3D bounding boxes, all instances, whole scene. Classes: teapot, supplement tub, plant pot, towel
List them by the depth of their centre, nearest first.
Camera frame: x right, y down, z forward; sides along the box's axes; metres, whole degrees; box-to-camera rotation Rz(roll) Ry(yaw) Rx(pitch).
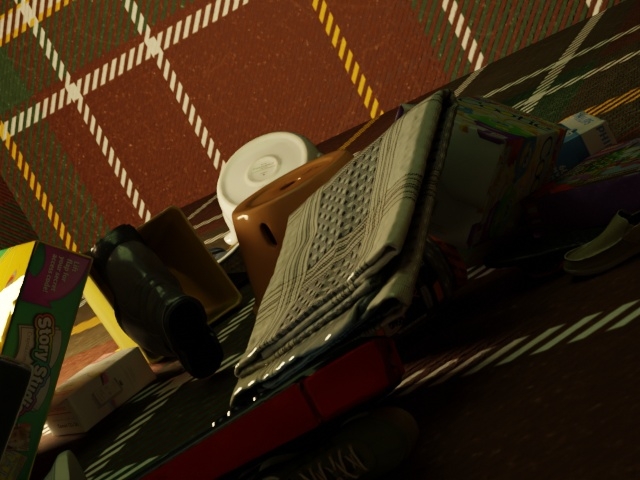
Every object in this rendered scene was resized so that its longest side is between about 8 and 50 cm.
[{"bbox_3d":[0.018,0.008,1.289,0.312,0.056,0.324,-37,26,42],"label":"towel"},{"bbox_3d":[0.081,0.066,1.434,0.190,0.117,0.117,-33,12,-17],"label":"supplement tub"},{"bbox_3d":[0.000,0.000,1.714,0.291,0.203,0.291,-29,11,6],"label":"plant pot"},{"bbox_3d":[-0.306,0.100,2.081,0.212,0.212,0.187,-35,-1,-30],"label":"plant pot"},{"bbox_3d":[-0.075,-0.092,2.417,0.256,0.187,0.252,22,67,43],"label":"teapot"}]

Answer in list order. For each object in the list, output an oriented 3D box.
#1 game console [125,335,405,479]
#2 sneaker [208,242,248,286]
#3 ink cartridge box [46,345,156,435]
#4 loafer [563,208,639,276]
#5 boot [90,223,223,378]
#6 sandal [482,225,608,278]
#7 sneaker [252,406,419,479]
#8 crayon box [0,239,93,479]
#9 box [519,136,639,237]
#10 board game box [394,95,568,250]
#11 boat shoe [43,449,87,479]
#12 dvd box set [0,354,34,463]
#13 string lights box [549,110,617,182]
[{"bbox_3d":[-0.080,0.193,1.128,0.342,0.060,0.386,-28,-8,4],"label":"game console"},{"bbox_3d":[-0.160,0.030,2.285,0.226,0.086,0.163,-32,14,-8],"label":"sneaker"},{"bbox_3d":[-0.377,0.253,1.863,0.198,0.067,0.115,-36,12,-39],"label":"ink cartridge box"},{"bbox_3d":[0.336,-0.006,1.294,0.148,0.050,0.056,-26,11,16],"label":"loafer"},{"bbox_3d":[-0.227,0.141,1.784,0.118,0.338,0.222,-41,57,-9],"label":"boot"},{"bbox_3d":[0.282,0.019,1.370,0.179,0.040,0.067,-10,18,13],"label":"sandal"},{"bbox_3d":[0.003,0.222,1.069,0.192,0.064,0.086,-29,11,31],"label":"sneaker"},{"bbox_3d":[-0.492,0.194,1.784,0.313,0.106,0.363,-10,63,61],"label":"crayon box"},{"bbox_3d":[0.413,-0.087,1.405,0.201,0.057,0.293,-29,9,-36],"label":"box"},{"bbox_3d":[0.197,-0.095,1.487,0.144,0.142,0.275,24,18,22],"label":"board game box"},{"bbox_3d":[-0.323,0.321,1.383,0.081,0.079,0.227,-25,14,-2],"label":"boat shoe"},{"bbox_3d":[-0.546,0.316,1.596,0.420,0.062,0.308,-12,55,55],"label":"dvd box set"},{"bbox_3d":[0.303,-0.093,1.705,0.259,0.077,0.133,-28,11,5],"label":"string lights box"}]
